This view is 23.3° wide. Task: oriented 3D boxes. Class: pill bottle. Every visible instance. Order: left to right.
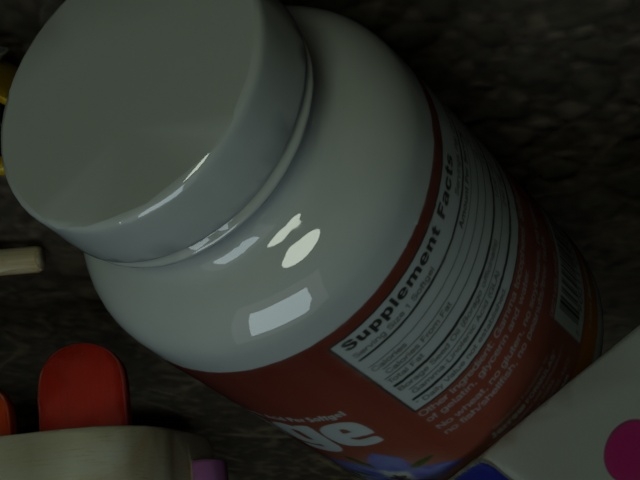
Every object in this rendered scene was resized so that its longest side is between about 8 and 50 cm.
[{"bbox_3d":[0.000,0.000,0.511,0.121,0.121,0.216,-14,148,28],"label":"pill bottle"}]

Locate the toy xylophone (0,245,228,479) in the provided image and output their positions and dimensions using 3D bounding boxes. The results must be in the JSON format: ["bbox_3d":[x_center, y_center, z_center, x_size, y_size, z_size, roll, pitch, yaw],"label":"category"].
[{"bbox_3d":[-0.193,0.124,0.662,0.322,0.236,0.081,1,167,5],"label":"toy xylophone"}]

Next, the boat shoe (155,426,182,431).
[{"bbox_3d":[-0.219,0.175,0.782,0.341,0.110,0.121,-14,-157,-26],"label":"boat shoe"}]

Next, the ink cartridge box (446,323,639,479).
[{"bbox_3d":[0.203,0.039,0.504,0.175,0.069,0.371,26,124,-38],"label":"ink cartridge box"}]

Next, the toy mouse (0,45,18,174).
[{"bbox_3d":[-0.163,-0.046,0.527,0.143,0.031,0.161,-7,151,15],"label":"toy mouse"}]
